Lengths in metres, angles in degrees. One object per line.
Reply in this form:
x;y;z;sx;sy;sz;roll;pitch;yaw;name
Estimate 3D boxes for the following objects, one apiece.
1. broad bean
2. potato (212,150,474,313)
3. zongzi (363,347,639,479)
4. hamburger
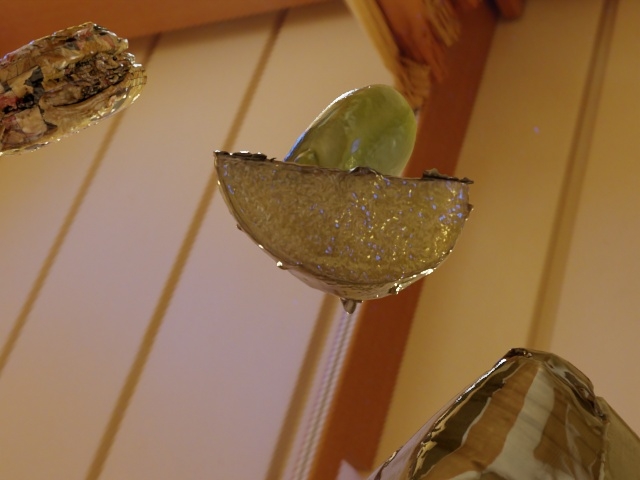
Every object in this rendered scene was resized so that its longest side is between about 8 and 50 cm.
0.014;-0.061;0.889;0.082;0.124;0.174;25;-111;22;broad bean
0.000;0.000;0.629;0.100;0.171;0.089;-2;-95;61;potato
0.160;0.365;0.721;0.467;0.500;0.218;46;-128;8;zongzi
-0.307;-0.164;1.175;0.231;0.107;0.231;-27;-172;4;hamburger
